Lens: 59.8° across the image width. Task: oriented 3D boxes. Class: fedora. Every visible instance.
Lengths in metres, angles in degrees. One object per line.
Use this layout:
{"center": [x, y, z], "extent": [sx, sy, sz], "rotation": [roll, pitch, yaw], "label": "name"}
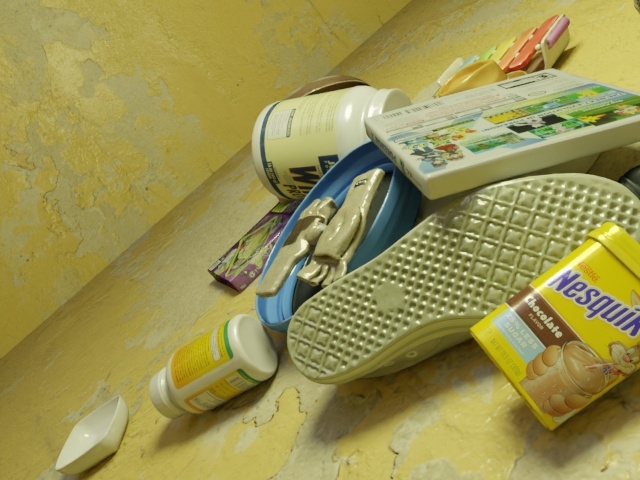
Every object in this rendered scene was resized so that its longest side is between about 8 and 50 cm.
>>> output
{"center": [0.289, -0.284, 1.058], "extent": [0.194, 0.079, 0.194], "rotation": [-32, 22, 15], "label": "fedora"}

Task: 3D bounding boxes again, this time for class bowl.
{"center": [0.028, -0.004, 0.992], "extent": [0.391, 0.077, 0.391], "rotation": [-47, 21, 24], "label": "bowl"}
{"center": [-0.443, 0.393, 1.107], "extent": [0.142, 0.053, 0.142], "rotation": [-35, 20, 10], "label": "bowl"}

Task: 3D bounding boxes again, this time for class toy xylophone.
{"center": [0.408, -0.387, 1.269], "extent": [0.322, 0.081, 0.236], "rotation": [-13, 33, 50], "label": "toy xylophone"}

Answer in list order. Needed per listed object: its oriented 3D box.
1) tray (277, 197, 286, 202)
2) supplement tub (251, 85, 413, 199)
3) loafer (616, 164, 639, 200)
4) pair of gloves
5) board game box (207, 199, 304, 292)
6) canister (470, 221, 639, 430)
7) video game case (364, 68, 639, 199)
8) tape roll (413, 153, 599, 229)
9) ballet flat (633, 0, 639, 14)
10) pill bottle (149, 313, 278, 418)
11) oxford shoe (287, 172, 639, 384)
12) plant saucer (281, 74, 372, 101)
{"center": [0.060, -0.255, 1.507], "extent": [0.410, 0.076, 0.203], "rotation": [-26, 19, 14], "label": "tray"}
{"center": [0.035, -0.215, 1.248], "extent": [0.324, 0.236, 0.235], "rotation": [-1, 39, 33], "label": "supplement tub"}
{"center": [0.393, -0.039, 0.585], "extent": [0.078, 0.076, 0.223], "rotation": [-40, 16, 18], "label": "loafer"}
{"center": [0.000, 0.000, 0.876], "extent": [0.240, 0.042, 0.204], "rotation": [-23, 34, 54], "label": "pair of gloves"}
{"center": [-0.129, -0.015, 1.442], "extent": [0.347, 0.056, 0.208], "rotation": [-45, 18, -16], "label": "board game box"}
{"center": [0.246, 0.083, 0.529], "extent": [0.170, 0.073, 0.126], "rotation": [-39, 61, 6], "label": "canister"}
{"center": [0.254, -0.164, 0.781], "extent": [0.328, 0.036, 0.300], "rotation": [-15, 27, -4], "label": "video game case"}
{"center": [0.289, -0.139, 0.971], "extent": [0.392, 0.072, 0.392], "rotation": [-33, 22, 15], "label": "tape roll"}
{"center": [0.739, -0.473, 0.831], "extent": [0.182, 0.164, 0.482], "rotation": [-28, 10, -36], "label": "ballet flat"}
{"center": [-0.186, 0.221, 0.947], "extent": [0.208, 0.118, 0.118], "rotation": [-32, 22, 18], "label": "pill bottle"}
{"center": [0.164, 0.058, 0.693], "extent": [0.449, 0.130, 0.169], "rotation": [-29, 63, 21], "label": "oxford shoe"}
{"center": [-0.007, -0.346, 1.485], "extent": [0.310, 0.050, 0.310], "rotation": [-22, -14, -6], "label": "plant saucer"}
